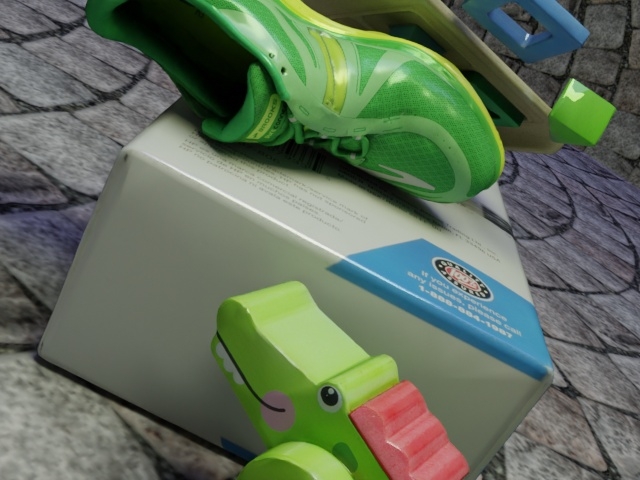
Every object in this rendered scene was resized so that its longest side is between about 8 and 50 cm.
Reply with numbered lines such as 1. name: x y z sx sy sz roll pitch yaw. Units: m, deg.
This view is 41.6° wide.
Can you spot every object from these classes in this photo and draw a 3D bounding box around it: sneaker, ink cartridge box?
1. sneaker: -0.018 -0.094 0.542 0.295 0.109 0.124 29 52 -13
2. ink cartridge box: 0.000 0.000 0.683 0.285 0.166 0.395 28 23 -5

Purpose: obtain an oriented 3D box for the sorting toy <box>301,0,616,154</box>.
1. sorting toy: 0.068 -0.127 0.652 0.196 0.047 0.347 39 -11 -31

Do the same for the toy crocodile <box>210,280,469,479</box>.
1. toy crocodile: 0.054 0.165 0.413 0.115 0.105 0.341 -5 61 -56
